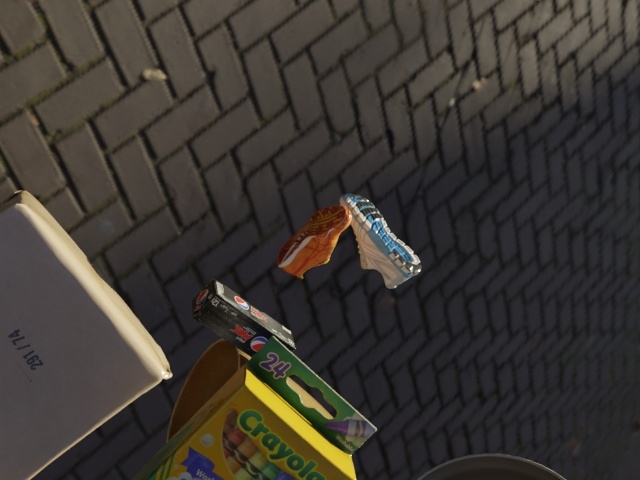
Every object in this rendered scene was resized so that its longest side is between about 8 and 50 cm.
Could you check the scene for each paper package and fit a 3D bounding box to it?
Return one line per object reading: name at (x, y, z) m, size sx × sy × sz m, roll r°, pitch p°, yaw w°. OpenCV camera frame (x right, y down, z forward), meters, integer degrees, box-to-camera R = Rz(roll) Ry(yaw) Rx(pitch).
paper package at (-0.432, 0.143, 1.308) m, size 0.309 × 0.168 × 0.325 m, roll -37°, pitch 107°, yaw -7°

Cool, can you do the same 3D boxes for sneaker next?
sneaker at (0.085, 0.004, 1.629) m, size 0.083 × 0.191 × 0.071 m, roll -45°, pitch 165°, yaw 32°
sneaker at (0.000, 0.000, 1.522) m, size 0.067 × 0.175 × 0.064 m, roll 28°, pitch 46°, yaw -24°

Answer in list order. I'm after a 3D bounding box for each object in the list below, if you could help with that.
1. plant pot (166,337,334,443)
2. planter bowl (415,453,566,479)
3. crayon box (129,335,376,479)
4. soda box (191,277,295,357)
plant pot at (-0.096, 0.321, 1.612) m, size 0.254 × 0.237 × 0.237 m, roll 26°, pitch 93°, yaw -24°
planter bowl at (0.129, 0.254, 0.687) m, size 0.162 × 0.162 × 0.109 m, roll -42°, pitch 145°, yaw -21°
crayon box at (-0.102, 0.314, 1.244) m, size 0.203 × 0.083 × 0.323 m, roll 43°, pitch 96°, yaw -11°
soda box at (-0.121, 0.134, 1.477) m, size 0.169 × 0.053 × 0.060 m, roll 38°, pitch 105°, yaw -25°
